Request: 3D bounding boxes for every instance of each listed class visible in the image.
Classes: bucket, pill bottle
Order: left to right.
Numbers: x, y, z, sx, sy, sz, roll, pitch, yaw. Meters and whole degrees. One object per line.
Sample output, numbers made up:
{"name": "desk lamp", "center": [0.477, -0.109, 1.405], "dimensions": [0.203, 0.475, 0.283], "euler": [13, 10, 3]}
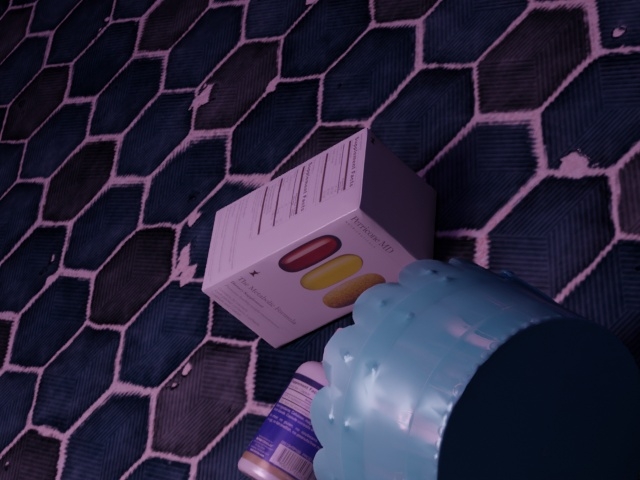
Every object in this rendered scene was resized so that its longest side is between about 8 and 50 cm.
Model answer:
{"name": "pill bottle", "center": [0.005, 0.194, 1.797], "dimensions": [0.186, 0.112, 0.112], "euler": [-57, 33, -10]}
{"name": "bucket", "center": [0.148, 0.165, 1.511], "dimensions": [0.183, 0.281, 0.281], "euler": [20, 74, 55]}

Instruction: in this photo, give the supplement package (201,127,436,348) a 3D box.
{"name": "supplement package", "center": [0.000, 0.000, 1.973], "dimensions": [0.244, 0.139, 0.134], "euler": [-28, 37, 32]}
